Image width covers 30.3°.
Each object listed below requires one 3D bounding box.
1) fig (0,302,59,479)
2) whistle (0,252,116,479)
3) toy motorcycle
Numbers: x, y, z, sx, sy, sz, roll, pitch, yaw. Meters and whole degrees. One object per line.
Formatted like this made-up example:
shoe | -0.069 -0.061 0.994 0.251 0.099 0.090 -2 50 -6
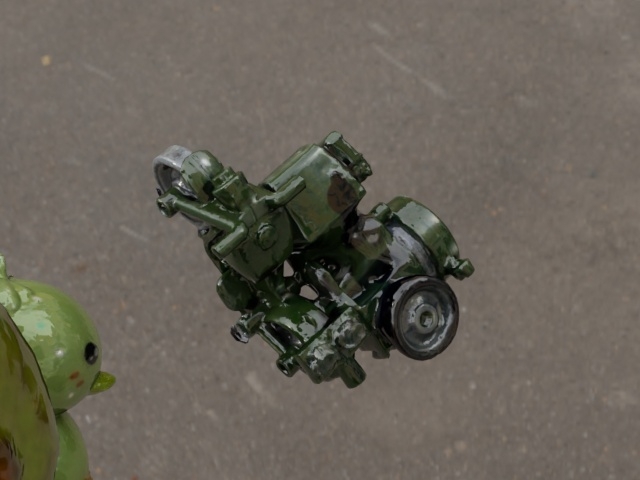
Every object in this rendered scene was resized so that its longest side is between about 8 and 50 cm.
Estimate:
fig | -0.313 0.109 0.700 0.326 0.258 0.258 18 49 32
whistle | -0.211 0.153 0.902 0.141 0.294 0.141 -17 10 3
toy motorcycle | 0.000 0.000 0.993 0.205 0.275 0.127 -42 16 -24
